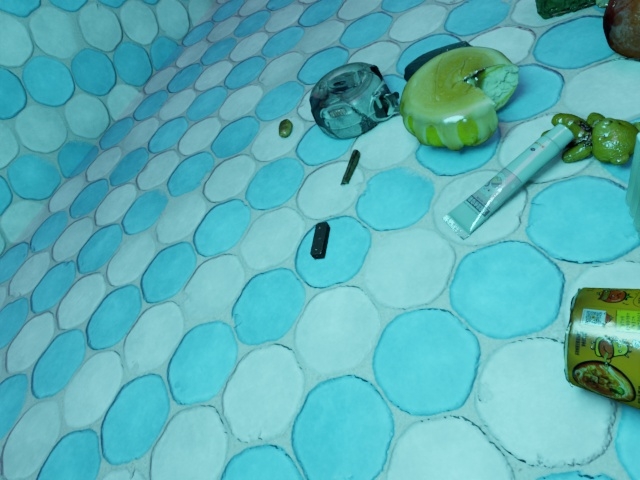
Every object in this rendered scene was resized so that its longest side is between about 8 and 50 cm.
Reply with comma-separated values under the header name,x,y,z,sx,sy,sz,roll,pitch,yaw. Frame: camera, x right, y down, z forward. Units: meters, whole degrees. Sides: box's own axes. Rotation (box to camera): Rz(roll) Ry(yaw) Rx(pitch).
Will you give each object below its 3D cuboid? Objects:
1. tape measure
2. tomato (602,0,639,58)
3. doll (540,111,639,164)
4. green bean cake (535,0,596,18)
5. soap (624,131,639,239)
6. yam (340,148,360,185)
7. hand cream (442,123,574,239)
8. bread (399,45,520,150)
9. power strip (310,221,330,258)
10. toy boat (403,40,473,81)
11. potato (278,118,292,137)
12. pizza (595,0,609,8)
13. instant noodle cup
name,x,y,z,sx,sy,sz,roll,pitch,yaw
tape measure,0.098,-0.465,1.349,0.275,0.147,0.256,-22,49,12
tomato,0.788,-0.546,0.991,0.185,0.208,0.208,12,64,42
doll,0.612,-0.244,0.945,0.137,0.097,0.209,-52,44,-6
green bean cake,0.720,-0.766,1.186,0.194,0.208,0.107,-3,60,29
soap,0.622,-0.097,0.761,0.067,0.198,0.119,-10,53,24
yam,0.091,-0.217,1.257,0.027,0.033,0.129,19,70,8
hand cream,0.441,-0.136,0.975,0.331,0.058,0.085,-44,50,14
bread,0.369,-0.380,1.130,0.333,0.160,0.332,-15,50,18
power strip,0.000,0.000,1.145,0.038,0.029,0.111,-6,53,26
toy boat,0.366,-0.552,1.313,0.246,0.103,0.092,3,72,46
potato,-0.128,-0.408,1.502,0.051,0.040,0.083,-14,50,26
pizza,0.927,-0.710,1.081,0.409,0.114,0.277,-20,51,6
instant noodle cup,0.495,0.166,0.648,0.172,0.216,0.215,5,60,42
